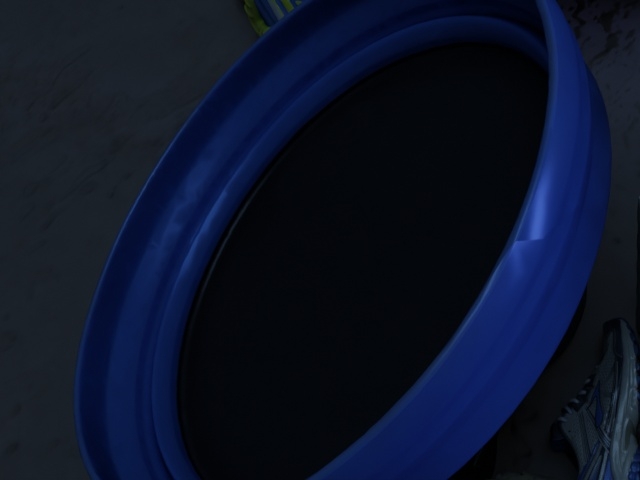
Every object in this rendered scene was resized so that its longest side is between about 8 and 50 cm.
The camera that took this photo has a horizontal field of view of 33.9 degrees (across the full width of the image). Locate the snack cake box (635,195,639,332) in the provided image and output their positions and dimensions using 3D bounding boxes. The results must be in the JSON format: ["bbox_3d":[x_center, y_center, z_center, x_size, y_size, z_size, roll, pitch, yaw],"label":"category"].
[{"bbox_3d":[0.273,0.089,0.549,0.089,0.152,0.264,-27,54,-1],"label":"snack cake box"}]

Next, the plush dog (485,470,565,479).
[{"bbox_3d":[0.125,0.254,0.485,0.262,0.210,0.225,21,93,30],"label":"plush dog"}]

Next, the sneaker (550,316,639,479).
[{"bbox_3d":[0.167,0.107,0.635,0.058,0.052,0.135,-2,57,22],"label":"sneaker"}]

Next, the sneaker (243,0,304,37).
[{"bbox_3d":[-0.023,-0.210,0.859,0.091,0.126,0.240,-37,54,-8],"label":"sneaker"}]

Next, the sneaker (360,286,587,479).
[{"bbox_3d":[0.097,0.057,0.658,0.101,0.106,0.267,12,60,27],"label":"sneaker"}]

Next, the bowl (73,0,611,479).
[{"bbox_3d":[0.000,0.000,0.640,0.391,0.077,0.391,-33,38,30],"label":"bowl"}]
